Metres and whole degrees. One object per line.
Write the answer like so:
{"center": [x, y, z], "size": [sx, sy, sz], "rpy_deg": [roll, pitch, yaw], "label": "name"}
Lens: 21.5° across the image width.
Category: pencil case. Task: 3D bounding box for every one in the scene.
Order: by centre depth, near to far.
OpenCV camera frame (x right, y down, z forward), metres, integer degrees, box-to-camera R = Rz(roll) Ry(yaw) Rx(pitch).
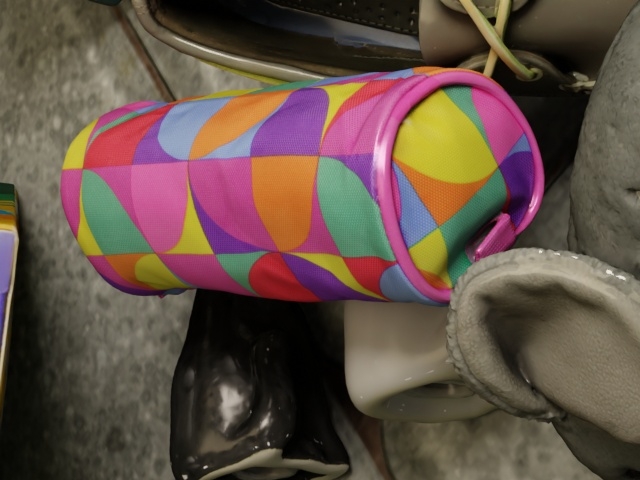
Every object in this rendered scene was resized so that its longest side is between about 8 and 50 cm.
{"center": [-0.015, -0.020, 0.738], "size": [0.236, 0.104, 0.104], "rpy_deg": [0, 87, 51], "label": "pencil case"}

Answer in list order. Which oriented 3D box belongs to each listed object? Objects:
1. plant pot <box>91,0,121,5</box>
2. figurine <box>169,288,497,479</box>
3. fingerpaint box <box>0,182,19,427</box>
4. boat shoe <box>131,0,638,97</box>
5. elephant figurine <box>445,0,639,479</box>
{"center": [-0.114, -0.272, 0.932], "size": [0.234, 0.165, 0.166], "rpy_deg": [-30, 66, 35], "label": "plant pot"}
{"center": [0.000, 0.000, 0.843], "size": [0.215, 0.092, 0.209], "rpy_deg": [-30, 62, 41], "label": "figurine"}
{"center": [-0.272, 0.188, 0.941], "size": [0.371, 0.163, 0.445], "rpy_deg": [-152, 69, -78], "label": "fingerpaint box"}
{"center": [0.059, -0.103, 0.715], "size": [0.305, 0.091, 0.109], "rpy_deg": [11, 133, 29], "label": "boat shoe"}
{"center": [0.132, 0.027, 0.636], "size": [0.239, 0.169, 0.186], "rpy_deg": [-51, 44, 38], "label": "elephant figurine"}
